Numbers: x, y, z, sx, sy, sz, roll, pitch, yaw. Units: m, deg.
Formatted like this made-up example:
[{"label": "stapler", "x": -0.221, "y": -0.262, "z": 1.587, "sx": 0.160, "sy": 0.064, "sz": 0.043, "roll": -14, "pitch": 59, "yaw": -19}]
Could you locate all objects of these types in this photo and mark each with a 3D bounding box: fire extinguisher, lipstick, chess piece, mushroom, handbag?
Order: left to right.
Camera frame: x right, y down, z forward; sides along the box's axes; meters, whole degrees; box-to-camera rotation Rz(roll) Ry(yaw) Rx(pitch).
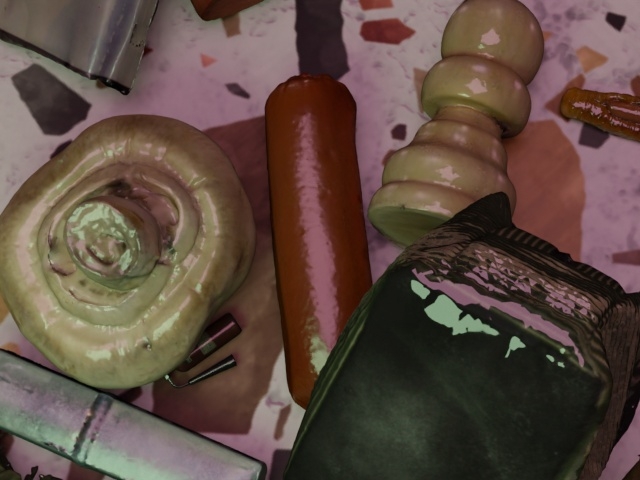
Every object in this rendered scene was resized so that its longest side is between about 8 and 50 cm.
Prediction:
[{"label": "mushroom", "x": -0.190, "y": 0.005, "z": 1.566, "sx": 0.254, "sy": 0.234, "sz": 0.260, "roll": -7, "pitch": 77, "yaw": 6}, {"label": "lipstick", "x": -0.192, "y": 0.192, "z": 1.605, "sx": 0.290, "sy": 0.077, "sz": 0.076, "roll": 24, "pitch": 79, "yaw": 7}, {"label": "fire extinguisher", "x": -0.117, "y": 0.118, "z": 1.646, "sx": 0.100, "sy": 0.032, "sz": 0.046, "roll": -36, "pitch": 112, "yaw": -5}, {"label": "chess piece", "x": 0.146, "y": -0.116, "z": 1.635, "sx": 0.143, "sy": 0.143, "sz": 0.261, "roll": 15, "pitch": 72, "yaw": 7}, {"label": "handbag", "x": 0.145, "y": 0.129, "z": 1.471, "sx": 0.247, "sy": 0.240, "sz": 0.340, "roll": 31, "pitch": 124, "yaw": 11}]

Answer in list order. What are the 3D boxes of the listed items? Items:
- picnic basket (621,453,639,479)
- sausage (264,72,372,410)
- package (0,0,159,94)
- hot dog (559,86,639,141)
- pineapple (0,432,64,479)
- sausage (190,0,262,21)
[{"label": "picnic basket", "x": 0.315, "y": 0.394, "z": 1.401, "sx": 0.337, "sy": 0.293, "sz": 0.337, "roll": -12, "pitch": 57, "yaw": 19}, {"label": "sausage", "x": -0.001, "y": 0.000, "z": 1.627, "sx": 0.097, "sy": 0.094, "sz": 0.348, "roll": -7, "pitch": 78, "yaw": 6}, {"label": "package", "x": -0.255, "y": -0.281, "z": 1.692, "sx": 0.251, "sy": 0.062, "sz": 0.204, "roll": 26, "pitch": 103, "yaw": 21}, {"label": "hot dog", "x": 0.307, "y": -0.125, "z": 1.671, "sx": 0.137, "sy": 0.028, "sz": 0.044, "roll": 19, "pitch": 73, "yaw": 9}, {"label": "pineapple", "x": -0.221, "y": 0.297, "z": 1.557, "sx": 0.361, "sy": 0.175, "sz": 0.175, "roll": 33, "pitch": 81, "yaw": 22}, {"label": "sausage", "x": -0.122, "y": -0.360, "z": 1.705, "sx": 0.114, "sy": 0.113, "sz": 0.259, "roll": -21, "pitch": 78, "yaw": -1}]
